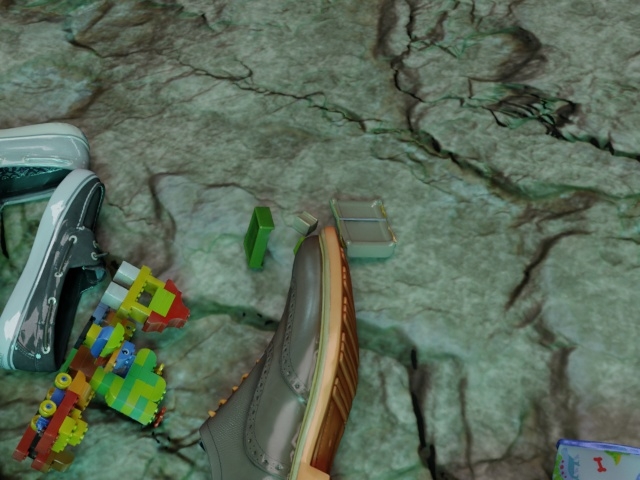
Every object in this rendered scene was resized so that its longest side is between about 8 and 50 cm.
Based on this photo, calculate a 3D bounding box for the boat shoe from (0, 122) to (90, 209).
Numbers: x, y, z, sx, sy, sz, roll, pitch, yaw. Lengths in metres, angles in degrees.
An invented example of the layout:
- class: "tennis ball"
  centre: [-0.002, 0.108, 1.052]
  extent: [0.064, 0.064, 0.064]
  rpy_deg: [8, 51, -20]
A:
- class: "boat shoe"
  centre: [-0.368, -0.071, 0.984]
  extent: [0.227, 0.079, 0.081]
  rpy_deg: [-12, 51, -9]

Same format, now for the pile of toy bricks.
- class: "pile of toy bricks"
  centre: [-0.188, 0.133, 0.831]
  extent: [0.105, 0.118, 0.212]
  rpy_deg: [30, 40, -10]

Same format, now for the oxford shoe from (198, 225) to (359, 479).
- class: "oxford shoe"
  centre: [-0.040, 0.141, 0.790]
  extent: [0.132, 0.130, 0.364]
  rpy_deg: [1, 55, 12]

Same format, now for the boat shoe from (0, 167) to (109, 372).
- class: "boat shoe"
  centre: [-0.255, 0.030, 0.910]
  extent: [0.076, 0.080, 0.228]
  rpy_deg: [13, 58, 5]

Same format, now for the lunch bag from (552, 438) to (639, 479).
- class: "lunch bag"
  centre: [0.262, 0.240, 0.716]
  extent: [0.151, 0.096, 0.129]
  rpy_deg: [2, 56, 19]

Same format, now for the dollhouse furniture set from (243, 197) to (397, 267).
- class: "dollhouse furniture set"
  centre: [0.000, 0.000, 0.947]
  extent: [0.151, 0.059, 0.076]
  rpy_deg: [0, 45, -20]
